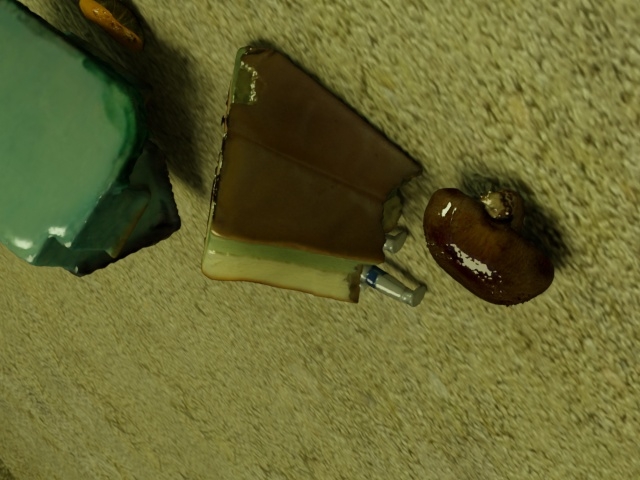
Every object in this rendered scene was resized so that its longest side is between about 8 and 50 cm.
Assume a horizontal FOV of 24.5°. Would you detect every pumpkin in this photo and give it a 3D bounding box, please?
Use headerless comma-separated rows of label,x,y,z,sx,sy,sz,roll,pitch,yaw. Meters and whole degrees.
pumpkin,-0.208,-0.228,1.511,0.083,0.028,0.050,46,155,-20

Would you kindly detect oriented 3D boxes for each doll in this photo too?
doll,0.000,0.000,1.501,0.227,0.057,0.114,13,147,36

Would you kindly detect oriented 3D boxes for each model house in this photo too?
model house,-0.262,-0.108,1.623,0.280,0.230,0.249,38,-165,23

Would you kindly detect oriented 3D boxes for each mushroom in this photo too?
mushroom,0.146,0.003,1.264,0.127,0.087,0.127,42,178,2

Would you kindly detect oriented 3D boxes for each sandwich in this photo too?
sandwich,-0.006,-0.066,1.357,0.186,0.220,0.108,9,151,-7
